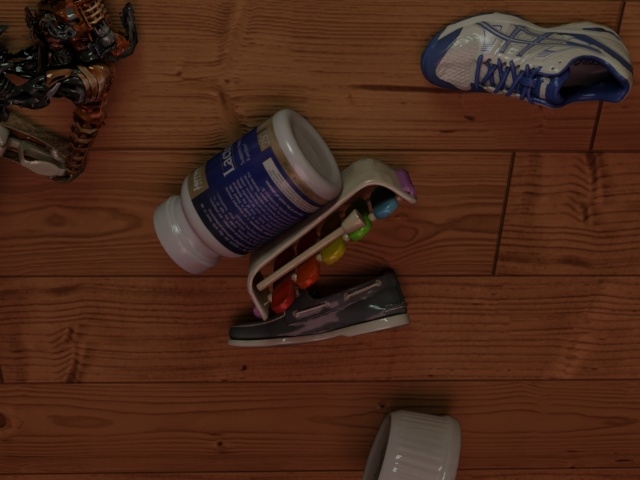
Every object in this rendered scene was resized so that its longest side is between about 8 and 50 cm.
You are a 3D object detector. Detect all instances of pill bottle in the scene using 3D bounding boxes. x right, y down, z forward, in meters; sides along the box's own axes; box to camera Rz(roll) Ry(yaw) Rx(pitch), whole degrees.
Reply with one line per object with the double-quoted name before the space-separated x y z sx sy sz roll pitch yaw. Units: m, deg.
"pill bottle" -0.112 -0.066 1.468 0.264 0.153 0.153 -33 121 19

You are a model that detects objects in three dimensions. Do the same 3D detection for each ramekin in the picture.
"ramekin" 0.154 0.437 1.797 0.127 0.273 0.273 18 125 -1

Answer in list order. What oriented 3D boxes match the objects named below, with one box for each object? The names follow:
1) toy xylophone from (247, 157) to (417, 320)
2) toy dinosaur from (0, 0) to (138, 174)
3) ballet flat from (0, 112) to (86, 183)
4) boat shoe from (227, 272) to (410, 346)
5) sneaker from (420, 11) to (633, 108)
"toy xylophone" 0.000 0.000 1.482 0.322 0.236 0.081 -36 108 20
"toy dinosaur" -0.357 -0.238 1.341 0.218 0.164 0.322 -8 105 -16
"ballet flat" -0.448 -0.142 1.450 0.206 0.067 0.073 20 123 -16
"boat shoe" -0.009 0.124 1.672 0.319 0.116 0.099 -10 84 13
"sneaker" 0.291 -0.245 1.370 0.296 0.131 0.112 -3 128 1
